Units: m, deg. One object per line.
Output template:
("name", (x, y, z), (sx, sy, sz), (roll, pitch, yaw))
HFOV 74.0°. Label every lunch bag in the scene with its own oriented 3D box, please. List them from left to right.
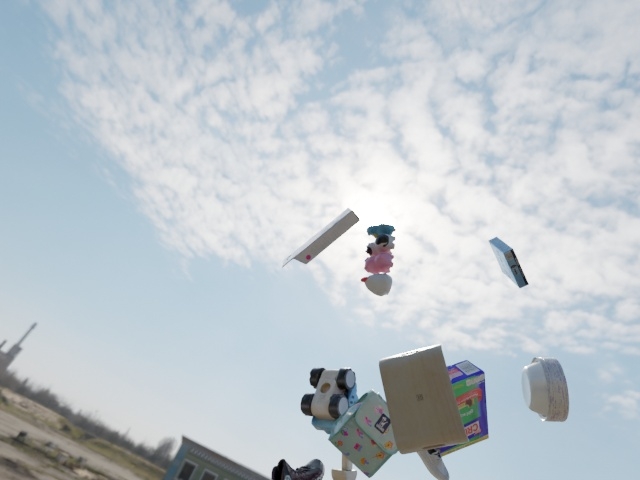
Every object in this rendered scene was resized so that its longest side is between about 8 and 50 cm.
("lunch bag", (0.196, 0.733, 1.645), (0.223, 0.160, 0.262), (42, -75, 6))

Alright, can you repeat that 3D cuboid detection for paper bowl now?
("paper bowl", (1.039, 0.693, 1.988), (0.147, 0.285, 0.284), (-2, -40, 12))

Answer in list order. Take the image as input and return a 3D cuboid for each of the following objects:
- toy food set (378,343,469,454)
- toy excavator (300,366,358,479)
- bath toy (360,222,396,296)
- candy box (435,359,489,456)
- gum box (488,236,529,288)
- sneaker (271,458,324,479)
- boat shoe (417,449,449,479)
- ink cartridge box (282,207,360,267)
("toy food set", (0.330, 0.514, 1.389), (0.219, 0.307, 0.092), (-18, -26, 15))
("toy excavator", (0.098, 0.907, 2.103), (0.222, 0.433, 0.445), (-12, -53, 33))
("bath toy", (0.245, 0.084, 1.840), (0.128, 0.349, 0.152), (12, -39, -2))
("candy box", (0.525, 0.680, 1.713), (0.122, 0.267, 0.318), (-144, -138, -67))
("gum box", (0.727, 0.082, 1.651), (0.041, 0.184, 0.157), (-27, -78, 11))
("sneaker", (-0.089, 0.869, 1.592), (0.106, 0.281, 0.163), (-26, -91, 27))
("boat shoe", (0.421, 0.808, 1.593), (0.184, 0.066, 0.063), (53, -51, 34))
("ink cartridge box", (0.000, 0.000, 1.797), (0.069, 0.370, 0.176), (53, 4, -8))
